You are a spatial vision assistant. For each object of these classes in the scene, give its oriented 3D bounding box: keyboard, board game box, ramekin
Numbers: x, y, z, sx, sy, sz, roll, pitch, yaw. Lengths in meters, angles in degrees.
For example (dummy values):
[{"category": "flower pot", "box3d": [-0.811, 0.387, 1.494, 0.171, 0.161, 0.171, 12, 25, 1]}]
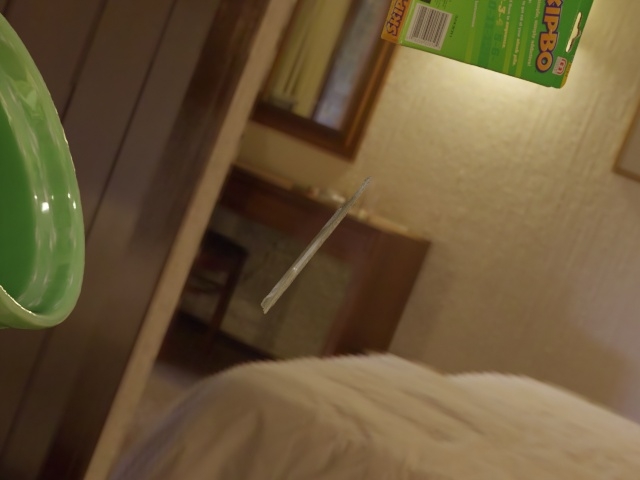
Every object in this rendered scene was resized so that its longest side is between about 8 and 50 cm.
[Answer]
[{"category": "keyboard", "box3d": [0.000, 0.000, 1.430, 0.014, 0.072, 0.256, 42, 33, -2]}, {"category": "board game box", "box3d": [0.174, -0.229, 1.234, 0.259, 0.124, 0.039, 8, 15, -42]}, {"category": "ramekin", "box3d": [-0.336, -0.054, 1.101, 0.148, 0.303, 0.303, -15, 0, 9]}]
